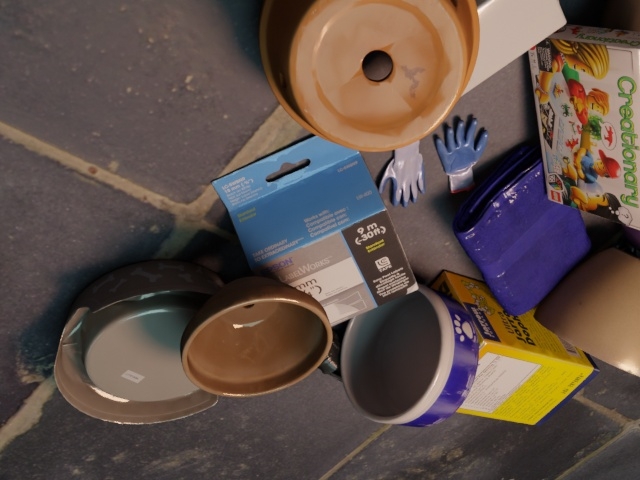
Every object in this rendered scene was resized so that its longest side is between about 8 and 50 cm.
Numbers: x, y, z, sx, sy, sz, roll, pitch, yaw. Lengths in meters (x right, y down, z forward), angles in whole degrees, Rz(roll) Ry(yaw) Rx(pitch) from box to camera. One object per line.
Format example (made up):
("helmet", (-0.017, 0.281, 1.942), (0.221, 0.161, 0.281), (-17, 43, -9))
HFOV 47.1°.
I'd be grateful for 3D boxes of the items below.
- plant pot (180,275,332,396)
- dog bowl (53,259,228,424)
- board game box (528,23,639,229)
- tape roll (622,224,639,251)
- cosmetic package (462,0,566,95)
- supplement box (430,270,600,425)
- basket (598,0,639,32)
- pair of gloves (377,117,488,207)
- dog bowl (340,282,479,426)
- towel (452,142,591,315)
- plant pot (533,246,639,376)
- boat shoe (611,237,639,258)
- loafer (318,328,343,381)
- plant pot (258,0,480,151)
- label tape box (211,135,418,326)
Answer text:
("plant pot", (-0.108, 0.136, 1.164), (0.237, 0.110, 0.237), (-10, 134, -11))
("dog bowl", (-0.285, 0.177, 1.287), (0.349, 0.102, 0.349), (-10, 134, -11))
("board game box", (0.422, -0.172, 1.121), (0.053, 0.193, 0.305), (-34, 125, -22))
("tape roll", (0.689, -0.044, 1.418), (0.189, 0.080, 0.189), (-2, 112, -6))
("cosmetic package", (0.217, -0.298, 1.048), (0.231, 0.085, 0.117), (-34, 133, 10))
("supplement box", (0.358, 0.229, 1.513), (0.356, 0.195, 0.194), (18, 123, -34))
("basket", (0.499, -0.352, 1.062), (0.204, 0.154, 0.227), (-7, 137, -18))
("pair of gloves", (0.189, -0.127, 1.239), (0.198, 0.023, 0.159), (-16, 135, -7))
("dog bowl", (0.162, 0.212, 1.372), (0.104, 0.265, 0.265), (19, 122, -37))
("towel", (0.371, -0.014, 1.352), (0.227, 0.076, 0.308), (-43, 131, -2))
("plant pot", (0.586, 0.125, 1.425), (0.284, 0.284, 0.191), (17, 101, -32))
("boat shoe", (0.657, 0.022, 1.519), (0.206, 0.075, 0.065), (-40, 136, 23))
("loafer", (0.015, 0.224, 1.460), (0.076, 0.078, 0.223), (-38, 133, 14))
("plant pot", (0.062, -0.235, 0.896), (0.291, 0.203, 0.291), (0, 115, 0))
("label tape box", (0.000, 0.000, 1.223), (0.240, 0.106, 0.333), (-24, 135, 4))
